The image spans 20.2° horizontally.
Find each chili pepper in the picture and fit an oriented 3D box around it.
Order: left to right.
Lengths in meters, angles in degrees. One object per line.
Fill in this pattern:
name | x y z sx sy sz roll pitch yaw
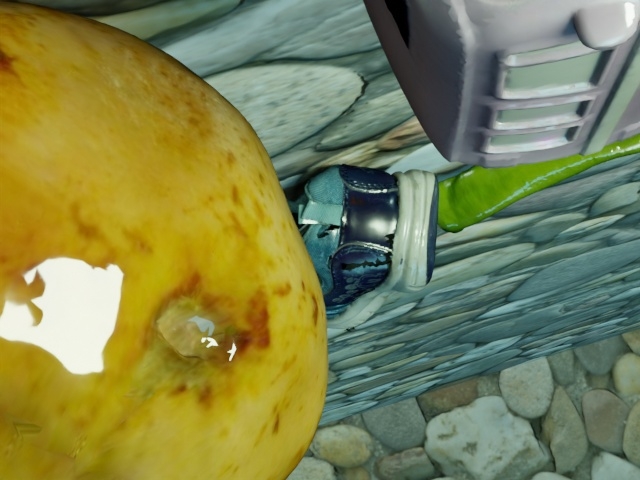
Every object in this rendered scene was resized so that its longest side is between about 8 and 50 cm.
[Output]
chili pepper | 0.168 -0.055 1.192 0.201 0.050 0.052 -18 -174 12

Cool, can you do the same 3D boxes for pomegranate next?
pomegranate | -0.118 0.032 0.648 0.248 0.248 0.248 -18 170 -3

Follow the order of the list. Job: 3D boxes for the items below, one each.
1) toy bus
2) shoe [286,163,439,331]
toy bus | 0.076 -0.109 0.501 0.142 0.142 0.202 -19 170 -1
shoe | 0.000 0.000 1.129 0.106 0.091 0.207 8 166 -15
